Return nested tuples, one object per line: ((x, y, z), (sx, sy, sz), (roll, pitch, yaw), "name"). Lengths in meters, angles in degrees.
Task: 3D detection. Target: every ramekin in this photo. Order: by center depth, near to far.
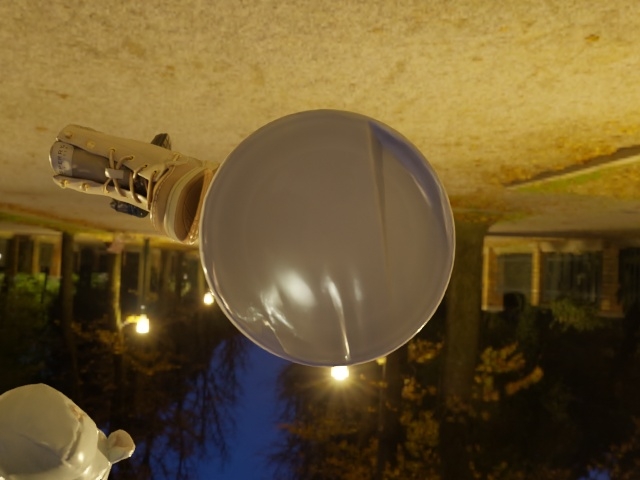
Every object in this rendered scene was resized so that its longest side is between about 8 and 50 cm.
((0.000, 0.000, 0.781), (0.273, 0.272, 0.127), (3, 176, -14), "ramekin")

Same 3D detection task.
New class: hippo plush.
((-0.272, 0.284, 0.711), (0.234, 0.236, 0.294), (10, 141, 17), "hippo plush")

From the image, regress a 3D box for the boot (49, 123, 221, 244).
((-0.234, -0.076, 0.866), (0.204, 0.095, 0.262), (15, -166, -6), "boot")

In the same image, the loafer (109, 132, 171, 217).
((-0.301, -0.117, 1.196), (0.061, 0.170, 0.062), (8, 145, 14), "loafer")
